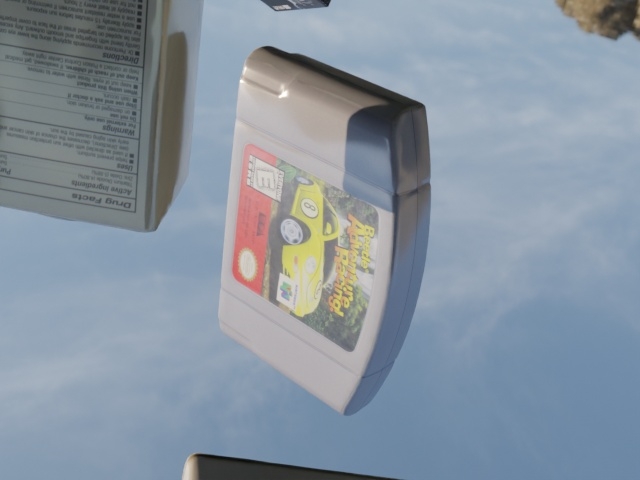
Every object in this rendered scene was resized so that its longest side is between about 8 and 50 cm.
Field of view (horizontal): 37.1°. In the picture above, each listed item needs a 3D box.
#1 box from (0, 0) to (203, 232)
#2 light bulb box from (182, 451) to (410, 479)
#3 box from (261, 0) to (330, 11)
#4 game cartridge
[{"bbox_3d":[-0.159,-0.175,0.664,0.148,0.311,0.121,11,-155,2],"label":"box"},{"bbox_3d":[0.093,0.312,0.384,0.361,0.225,0.358,8,-135,-2],"label":"light bulb box"},{"bbox_3d":[-0.037,-0.234,0.861,0.067,0.018,0.083,30,169,-38],"label":"box"},{"bbox_3d":[0.000,0.000,0.827,0.196,0.294,0.060,26,-147,31],"label":"game cartridge"}]
